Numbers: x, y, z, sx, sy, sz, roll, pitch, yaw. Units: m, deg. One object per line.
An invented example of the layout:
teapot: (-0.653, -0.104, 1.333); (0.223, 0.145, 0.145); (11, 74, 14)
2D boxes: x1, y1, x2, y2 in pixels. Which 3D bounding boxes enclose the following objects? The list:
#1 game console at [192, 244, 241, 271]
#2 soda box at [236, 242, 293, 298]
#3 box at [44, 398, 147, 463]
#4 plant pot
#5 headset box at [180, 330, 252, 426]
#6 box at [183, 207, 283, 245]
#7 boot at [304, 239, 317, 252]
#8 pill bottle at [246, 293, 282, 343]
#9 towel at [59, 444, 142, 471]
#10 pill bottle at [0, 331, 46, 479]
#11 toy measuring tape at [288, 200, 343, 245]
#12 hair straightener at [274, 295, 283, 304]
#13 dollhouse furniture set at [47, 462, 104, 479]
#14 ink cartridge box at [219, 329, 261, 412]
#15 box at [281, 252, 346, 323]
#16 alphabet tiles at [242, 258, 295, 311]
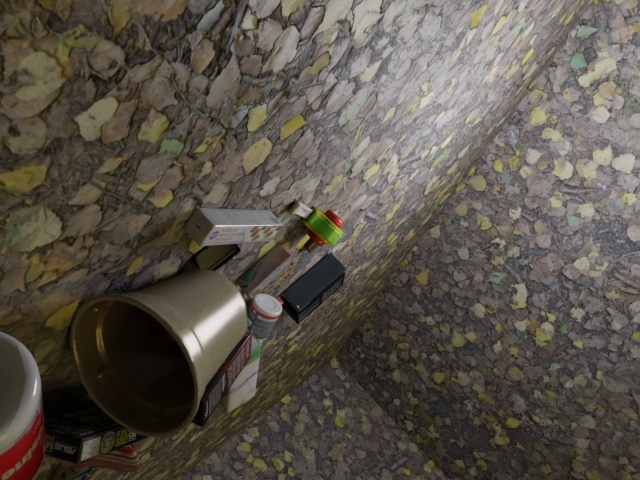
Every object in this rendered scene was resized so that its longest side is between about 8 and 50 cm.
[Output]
game console: (-0.277, 0.037, 1.477); (0.122, 0.071, 0.107); (-39, -168, -20)
soda box: (-0.172, 0.095, 1.768); (0.183, 0.063, 0.058); (-43, 162, -13)
box: (-0.581, 0.460, 1.393); (0.270, 0.216, 0.060); (19, 78, -72)
plant pot: (-0.336, 0.218, 1.309); (0.334, 0.333, 0.305); (-56, 172, 29)
headset box: (-0.329, 0.314, 1.508); (0.293, 0.218, 0.110); (-53, 157, -51)
box: (-0.203, -0.035, 1.398); (0.063, 0.067, 0.324); (-51, 163, 17)
boot: (0.000, 0.000, 2.001); (0.114, 0.037, 0.106); (-52, 149, 10)
pill bottle: (-0.214, 0.284, 1.963); (0.108, 0.108, 0.180); (-18, 140, -57)
towel: (-0.635, 0.591, 1.587); (0.329, 0.236, 0.037); (107, -12, -56)
pill bottle: (-0.618, 0.350, 1.015); (0.229, 0.229, 0.408); (-31, 158, -39)
toy measuring tape: (0.000, -0.046, 1.767); (0.121, 0.121, 0.330); (-48, 163, 5)
hair straightener: (-0.236, 0.286, 2.080); (0.230, 0.047, 0.089); (-31, 157, -40)
dollhouse furniture set: (-0.731, 0.768, 1.778); (0.129, 0.183, 0.129); (-52, 162, 19)
ink cartridge box: (-0.298, 0.370, 1.773); (0.117, 0.201, 0.278); (-28, 144, -36)
box: (-0.026, 0.194, 2.276); (0.261, 0.103, 0.184); (-40, 165, -18)
alphabet tiles: (-0.183, 0.153, 1.971); (0.237, 0.009, 0.198); (-35, 160, -33)
